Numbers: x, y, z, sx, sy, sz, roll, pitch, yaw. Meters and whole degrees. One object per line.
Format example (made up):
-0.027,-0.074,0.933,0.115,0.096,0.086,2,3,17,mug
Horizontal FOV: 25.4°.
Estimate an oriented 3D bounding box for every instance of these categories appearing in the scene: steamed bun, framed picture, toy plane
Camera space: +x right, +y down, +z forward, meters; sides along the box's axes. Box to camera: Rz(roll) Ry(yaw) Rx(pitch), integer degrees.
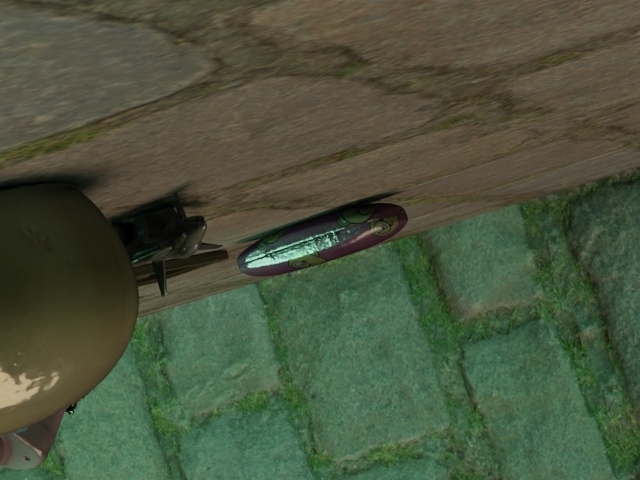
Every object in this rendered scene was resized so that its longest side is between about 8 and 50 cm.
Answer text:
-0.323,0.080,1.296,0.324,0.206,0.324,-14,177,-1,steamed bun
-0.331,0.068,2.468,0.211,0.020,0.290,-19,175,41,framed picture
-0.180,-0.004,1.623,0.212,0.088,0.267,-15,168,-25,toy plane

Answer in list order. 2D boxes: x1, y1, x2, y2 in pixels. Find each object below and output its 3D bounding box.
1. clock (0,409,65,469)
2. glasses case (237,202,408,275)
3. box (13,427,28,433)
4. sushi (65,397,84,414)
-0.536,0.217,1.888,0.322,0.113,0.295,-20,130,36,clock
0.000,0.000,2.393,0.316,0.075,0.123,-18,175,33,glasses case
-0.432,0.130,1.541,0.232,0.083,0.143,33,-155,28,box
-0.537,0.235,2.463,0.349,0.234,0.208,-5,-176,37,sushi
